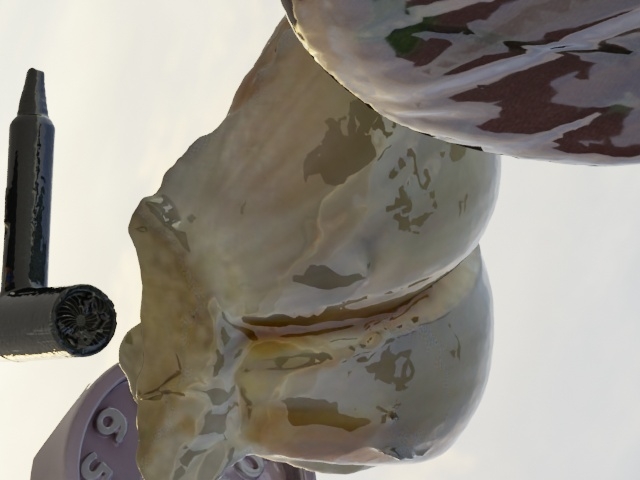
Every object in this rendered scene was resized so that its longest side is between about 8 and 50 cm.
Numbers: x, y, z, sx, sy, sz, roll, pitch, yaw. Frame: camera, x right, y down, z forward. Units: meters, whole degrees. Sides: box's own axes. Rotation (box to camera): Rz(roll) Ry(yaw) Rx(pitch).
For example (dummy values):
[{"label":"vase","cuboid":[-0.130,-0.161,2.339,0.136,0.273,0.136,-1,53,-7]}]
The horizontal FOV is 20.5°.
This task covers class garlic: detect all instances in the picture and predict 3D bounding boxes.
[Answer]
[{"label":"garlic","cuboid":[0.000,0.000,1.017,0.313,0.249,0.286,-42,116,-67]}]

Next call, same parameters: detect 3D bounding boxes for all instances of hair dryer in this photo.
[{"label":"hair dryer","cuboid":[-0.176,-0.019,1.117,0.173,0.050,0.195,-4,-103,54]}]

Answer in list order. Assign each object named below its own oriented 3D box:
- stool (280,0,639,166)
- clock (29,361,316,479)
[{"label":"stool","cuboid":[0.111,-0.166,0.575,0.272,0.272,0.178,-47,-141,47]},{"label":"clock","cuboid":[-0.102,0.176,1.248,0.068,0.197,0.197,-35,-139,53]}]
